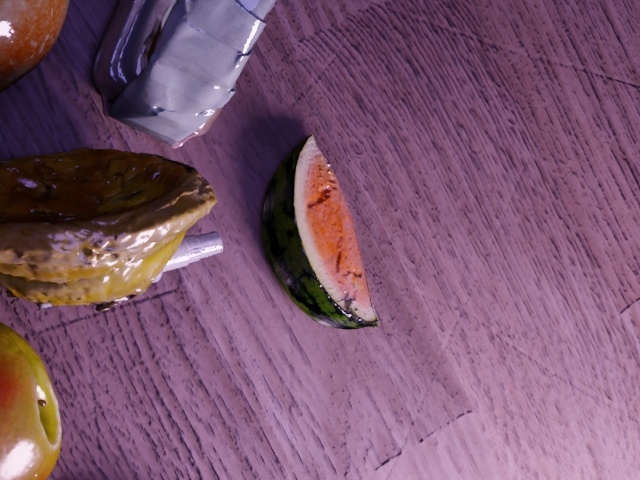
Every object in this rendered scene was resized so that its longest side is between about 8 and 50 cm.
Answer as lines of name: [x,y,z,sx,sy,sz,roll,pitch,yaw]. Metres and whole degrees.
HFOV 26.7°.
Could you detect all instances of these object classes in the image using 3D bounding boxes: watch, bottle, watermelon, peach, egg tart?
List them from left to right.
peach: [-0.379,0.182,1.346,0.231,0.231,0.230,1,86,-22]
egg tart: [-0.250,-0.014,1.395,0.290,0.290,0.115,-9,113,-22]
bottle: [-0.213,0.026,1.503,0.217,0.060,0.060,-12,91,-21]
watch: [-0.125,-0.238,1.458,0.162,0.241,0.253,24,79,-20]
watermelon: [-0.002,0.001,1.595,0.119,0.063,0.245,-20,89,-40]

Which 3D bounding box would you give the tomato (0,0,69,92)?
tomato: [-0.386,-0.273,1.367,0.270,0.223,0.270,1,87,-25]
